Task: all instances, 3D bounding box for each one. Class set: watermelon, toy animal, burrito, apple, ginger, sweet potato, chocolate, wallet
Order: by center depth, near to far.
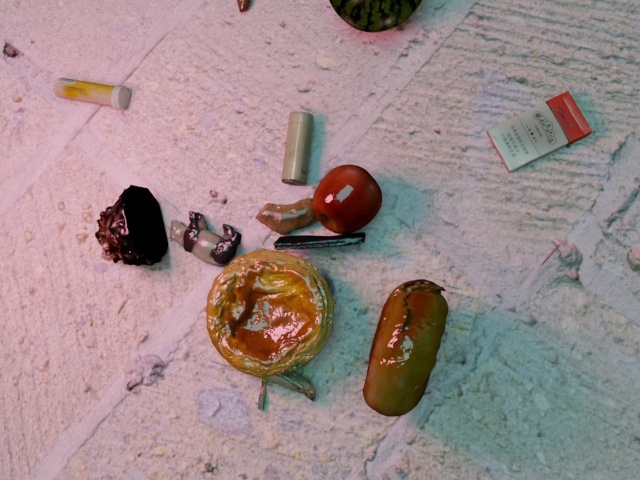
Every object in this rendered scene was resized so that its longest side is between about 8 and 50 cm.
[{"bbox_3d":[0.072,-0.111,1.787,0.181,0.181,0.168,40,72,12],"label":"apple"},{"bbox_3d":[-0.110,0.365,1.793,0.230,0.063,0.058,28,113,10],"label":"burrito"},{"bbox_3d":[0.000,0.001,1.811,0.244,0.124,0.025,-4,100,6],"label":"wallet"},{"bbox_3d":[0.156,-0.722,1.839,0.285,0.285,0.285,-1,80,7],"label":"watermelon"},{"bbox_3d":[-0.559,-0.020,1.855,0.177,0.206,0.224,-17,84,15],"label":"chocolate"},{"bbox_3d":[-0.089,-0.070,1.860,0.190,0.069,0.095,-12,72,5],"label":"ginger"},{"bbox_3d":[-0.329,-0.008,1.874,0.225,0.094,0.121,24,93,10],"label":"toy animal"},{"bbox_3d":[-0.252,-0.777,2.010,0.053,0.054,0.182,-22,76,-6],"label":"sweet potato"}]

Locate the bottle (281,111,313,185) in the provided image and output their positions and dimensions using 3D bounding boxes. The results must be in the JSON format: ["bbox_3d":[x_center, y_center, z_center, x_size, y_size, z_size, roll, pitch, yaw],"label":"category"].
[{"bbox_3d":[-0.064,-0.260,1.887,0.072,0.072,0.201,5,82,8],"label":"bottle"}]

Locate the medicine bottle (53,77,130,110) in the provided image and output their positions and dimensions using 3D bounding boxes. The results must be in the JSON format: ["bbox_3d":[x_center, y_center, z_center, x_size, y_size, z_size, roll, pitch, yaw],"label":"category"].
[{"bbox_3d":[-0.688,-0.445,2.003,0.218,0.074,0.073,12,82,11],"label":"medicine bottle"}]

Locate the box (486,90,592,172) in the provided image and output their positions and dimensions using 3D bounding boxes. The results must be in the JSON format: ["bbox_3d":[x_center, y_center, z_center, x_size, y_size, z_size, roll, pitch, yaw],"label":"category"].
[{"bbox_3d":[0.598,-0.297,1.824,0.245,0.035,0.139,-27,78,2],"label":"box"}]

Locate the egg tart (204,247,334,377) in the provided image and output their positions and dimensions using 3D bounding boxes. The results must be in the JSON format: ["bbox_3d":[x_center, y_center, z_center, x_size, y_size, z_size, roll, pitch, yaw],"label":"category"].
[{"bbox_3d":[-0.131,0.192,1.780,0.352,0.150,0.351,-1,80,8],"label":"egg tart"}]

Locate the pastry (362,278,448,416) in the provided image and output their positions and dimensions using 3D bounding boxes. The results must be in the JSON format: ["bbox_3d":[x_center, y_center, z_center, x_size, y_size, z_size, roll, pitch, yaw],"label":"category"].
[{"bbox_3d":[0.209,0.266,1.641,0.164,0.356,0.355,18,83,3],"label":"pastry"}]

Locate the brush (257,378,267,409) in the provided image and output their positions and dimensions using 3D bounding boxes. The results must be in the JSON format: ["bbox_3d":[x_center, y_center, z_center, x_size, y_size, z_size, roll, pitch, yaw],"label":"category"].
[{"bbox_3d":[-0.158,0.418,1.810,0.019,0.021,0.083,5,81,11],"label":"brush"}]
